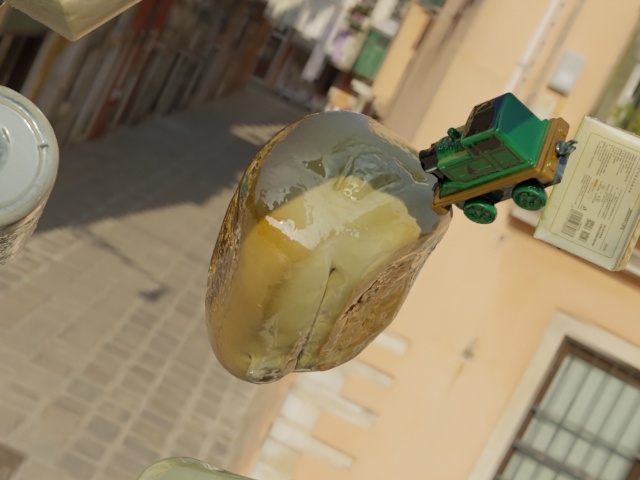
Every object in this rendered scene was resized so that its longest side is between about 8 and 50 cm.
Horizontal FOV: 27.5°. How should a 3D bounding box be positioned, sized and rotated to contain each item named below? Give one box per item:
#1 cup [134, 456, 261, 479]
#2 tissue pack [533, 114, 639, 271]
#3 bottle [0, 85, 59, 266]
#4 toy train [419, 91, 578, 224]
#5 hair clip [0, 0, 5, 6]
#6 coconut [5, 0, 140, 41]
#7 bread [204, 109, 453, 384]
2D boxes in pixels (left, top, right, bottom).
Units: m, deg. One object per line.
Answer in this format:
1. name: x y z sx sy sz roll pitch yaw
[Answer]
1. cup: -0.138 0.411 1.698 0.202 0.255 0.173 10 37 32
2. tissue pack: 0.489 -0.080 2.254 0.159 0.234 0.125 25 12 20
3. bottle: -0.290 -0.034 1.084 0.120 0.120 0.253 25 -22 -10
4. toy train: 0.202 -0.098 1.550 0.136 0.091 0.228 42 -35 -27
5. hair clip: -0.348 -0.345 1.324 0.071 0.159 0.218 1 -52 33
6. coconut: -0.239 -0.320 1.217 0.239 0.244 0.239 54 -13 19
7. bread: 0.000 0.000 1.852 0.348 0.376 0.253 -22 65 -28
